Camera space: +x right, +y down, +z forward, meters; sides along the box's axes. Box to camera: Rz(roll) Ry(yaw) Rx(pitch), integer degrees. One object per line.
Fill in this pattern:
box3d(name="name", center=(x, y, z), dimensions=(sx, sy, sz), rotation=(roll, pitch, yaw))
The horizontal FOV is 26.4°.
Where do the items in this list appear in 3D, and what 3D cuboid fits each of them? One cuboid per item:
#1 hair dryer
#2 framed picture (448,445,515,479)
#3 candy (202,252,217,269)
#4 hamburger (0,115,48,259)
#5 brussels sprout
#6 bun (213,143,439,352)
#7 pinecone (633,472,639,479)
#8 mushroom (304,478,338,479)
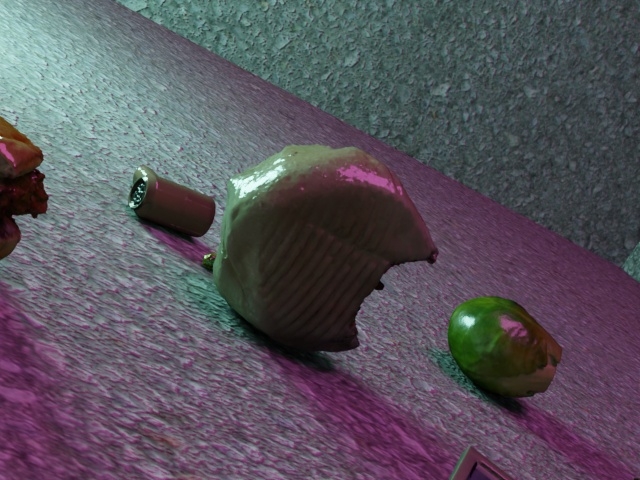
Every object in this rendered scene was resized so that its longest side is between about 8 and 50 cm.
box3d(name="hair dryer", center=(-0.236, -0.070, 1.949), dimensions=(0.117, 0.064, 0.181), rotation=(21, 8, -35))
box3d(name="framed picture", center=(0.168, 0.300, 1.196), dimensions=(0.189, 0.023, 0.260), rotation=(37, 28, 6))
box3d(name="candy", center=(-0.148, 0.025, 1.876), dimensions=(0.023, 0.025, 0.083), rotation=(59, 1, -7))
box3d(name="hamburger", center=(-0.398, -0.092, 1.397), dimensions=(0.245, 0.155, 0.282), rotation=(28, 10, -30))
box3d(name="brussels sprout", center=(0.277, 0.166, 2.094), dimensions=(0.180, 0.144, 0.161), rotation=(23, -25, 14))
box3d(name="bun", center=(-0.014, -0.005, 1.742), dimensions=(0.281, 0.281, 0.205), rotation=(26, 12, -25))
box3d(name="pinecone", center=(0.515, 0.348, 1.812), dimensions=(0.221, 0.221, 0.221), rotation=(31, 12, -8))
box3d(name="mushroom", center=(0.097, 0.304, 1.226), dimensions=(0.351, 0.095, 0.123), rotation=(27, 31, -15))
